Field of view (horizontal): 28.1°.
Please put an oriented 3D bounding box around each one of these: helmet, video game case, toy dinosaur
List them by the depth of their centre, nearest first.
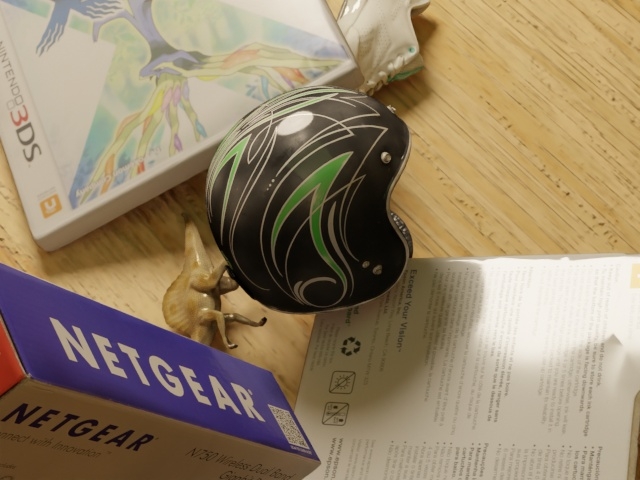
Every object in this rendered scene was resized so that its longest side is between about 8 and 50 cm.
[{"bbox_3d":[-0.007,-0.040,1.012,0.169,0.161,0.169,-8,29,5],"label":"helmet"},{"bbox_3d":[-0.097,0.038,1.097,0.093,0.053,0.183,-17,62,21],"label":"toy dinosaur"},{"bbox_3d":[-0.162,-0.188,1.191,0.329,0.036,0.300,-28,63,6],"label":"video game case"}]

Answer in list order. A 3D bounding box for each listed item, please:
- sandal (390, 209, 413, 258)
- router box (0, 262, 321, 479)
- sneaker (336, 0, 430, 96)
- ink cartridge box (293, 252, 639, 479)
[{"bbox_3d":[0.000,0.000,1.135,0.179,0.040,0.067,5,56,22],"label":"sandal"},{"bbox_3d":[-0.201,0.165,0.773,0.301,0.335,0.082,-37,62,12],"label":"router box"},{"bbox_3d":[0.048,-0.167,1.203,0.094,0.080,0.212,23,65,-4],"label":"sneaker"},{"bbox_3d":[0.130,0.161,0.958,0.330,0.071,0.324,-1,57,25],"label":"ink cartridge box"}]
